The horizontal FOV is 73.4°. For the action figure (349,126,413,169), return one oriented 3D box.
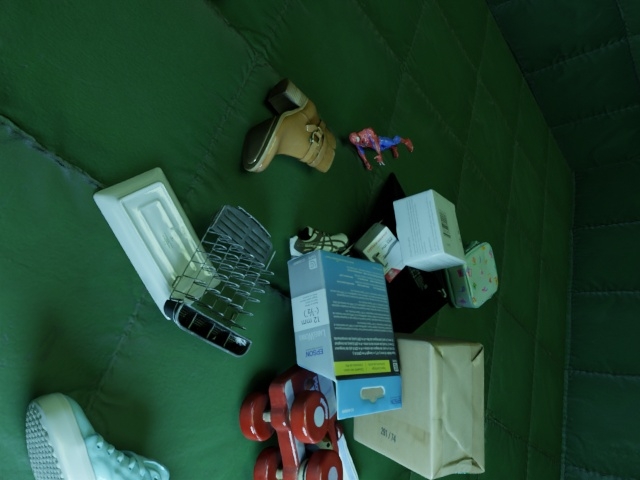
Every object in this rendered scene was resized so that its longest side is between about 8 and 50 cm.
[{"bbox_3d":[0.189,-0.269,1.331,0.281,0.092,0.138,2,74,-46],"label":"action figure"}]

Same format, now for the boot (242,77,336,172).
[{"bbox_3d":[-0.065,-0.232,1.070,0.220,0.109,0.283,43,48,-38],"label":"boot"}]

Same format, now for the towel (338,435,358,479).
[{"bbox_3d":[-0.016,0.602,1.024,0.285,0.034,0.209,-26,102,-45],"label":"towel"}]

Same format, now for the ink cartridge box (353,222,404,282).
[{"bbox_3d":[0.171,0.033,1.181,0.099,0.056,0.135,-47,116,-7],"label":"ink cartridge box"}]

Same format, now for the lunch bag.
[{"bbox_3d":[0.588,0.126,1.676,0.279,0.108,0.223,-22,97,-47],"label":"lunch bag"}]

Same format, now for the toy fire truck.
[{"bbox_3d":[-0.023,0.418,0.957,0.254,0.170,0.301,-14,91,-61],"label":"toy fire truck"}]

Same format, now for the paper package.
[{"bbox_3d":[0.236,0.395,1.094,0.168,0.325,0.308,8,78,-28],"label":"paper package"}]

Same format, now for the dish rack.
[{"bbox_3d":[-0.179,0.073,0.867,0.208,0.074,0.271,49,58,-47],"label":"dish rack"}]

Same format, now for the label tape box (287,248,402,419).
[{"bbox_3d":[0.060,0.213,0.985,0.249,0.115,0.347,15,62,-47],"label":"label tape box"}]

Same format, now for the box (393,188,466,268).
[{"bbox_3d":[0.301,-0.020,1.181,0.182,0.119,0.180,17,62,-53],"label":"box"}]

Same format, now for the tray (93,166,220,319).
[{"bbox_3d":[-0.297,0.003,0.828,0.145,0.030,0.270,-40,112,-43],"label":"tray"}]

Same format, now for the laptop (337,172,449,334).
[{"bbox_3d":[0.228,0.057,1.376,0.408,0.236,0.381,-38,114,-12],"label":"laptop"}]

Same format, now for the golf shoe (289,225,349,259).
[{"bbox_3d":[0.000,0.000,1.105,0.198,0.077,0.093,-26,102,-46],"label":"golf shoe"}]

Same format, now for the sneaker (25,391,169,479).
[{"bbox_3d":[-0.329,0.375,0.677,0.150,0.135,0.365,-33,116,-52],"label":"sneaker"}]
